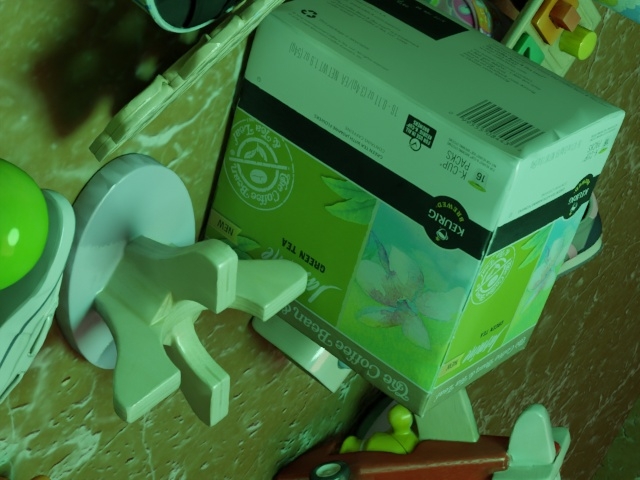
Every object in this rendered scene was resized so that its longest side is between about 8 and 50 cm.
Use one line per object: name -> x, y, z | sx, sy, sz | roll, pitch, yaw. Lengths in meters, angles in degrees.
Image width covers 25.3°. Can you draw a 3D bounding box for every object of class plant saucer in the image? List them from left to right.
plant saucer -> 0.098, 0.302, 2.275 | 0.195, 0.037, 0.195 | -40, 151, -29

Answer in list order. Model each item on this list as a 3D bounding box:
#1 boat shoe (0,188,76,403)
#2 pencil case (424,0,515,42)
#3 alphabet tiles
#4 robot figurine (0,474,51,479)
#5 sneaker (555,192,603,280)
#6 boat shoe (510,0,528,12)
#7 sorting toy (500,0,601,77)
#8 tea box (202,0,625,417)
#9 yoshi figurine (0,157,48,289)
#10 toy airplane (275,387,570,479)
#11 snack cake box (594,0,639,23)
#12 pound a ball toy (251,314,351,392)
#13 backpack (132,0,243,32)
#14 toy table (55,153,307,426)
boat shoe -> -0.287, 0.058, 1.311 | 0.258, 0.095, 0.084 | -54, 160, 21
pencil case -> 0.193, -0.229, 1.742 | 0.124, 0.124, 0.284 | -61, 154, 11
alphabet tiles -> -0.091, -0.178, 1.276 | 0.284, 0.021, 0.278 | -44, -173, -21
robot figurine -> -0.353, 0.327, 1.452 | 0.219, 0.158, 0.128 | -32, 123, -40
sneaker -> 0.341, 0.012, 2.300 | 0.319, 0.112, 0.131 | -37, 131, -38
boat shoe -> 0.252, -0.360, 1.687 | 0.116, 0.123, 0.324 | -51, 152, -4
sorting toy -> 0.272, -0.223, 1.690 | 0.347, 0.047, 0.196 | -57, 152, -2
tea box -> 0.086, -0.054, 1.518 | 0.220, 0.329, 0.323 | -26, 141, -47
yoshi figurine -> -0.330, 0.067, 1.146 | 0.362, 0.204, 0.203 | -64, 168, 12
toy airplane -> 0.177, 0.315, 2.090 | 0.386, 0.384, 0.272 | -57, -170, 16
snack cake box -> 0.369, -0.399, 1.796 | 0.089, 0.152, 0.264 | -50, 153, -11
pound a ball toy -> 0.082, 0.048, 1.848 | 0.319, 0.136, 0.208 | -52, 153, -7
backpack -> -0.101, -0.296, 1.085 | 0.225, 0.191, 0.253 | -43, 151, -29
toy table -> -0.154, 0.062, 1.444 | 0.252, 0.161, 0.274 | -43, 152, -23
